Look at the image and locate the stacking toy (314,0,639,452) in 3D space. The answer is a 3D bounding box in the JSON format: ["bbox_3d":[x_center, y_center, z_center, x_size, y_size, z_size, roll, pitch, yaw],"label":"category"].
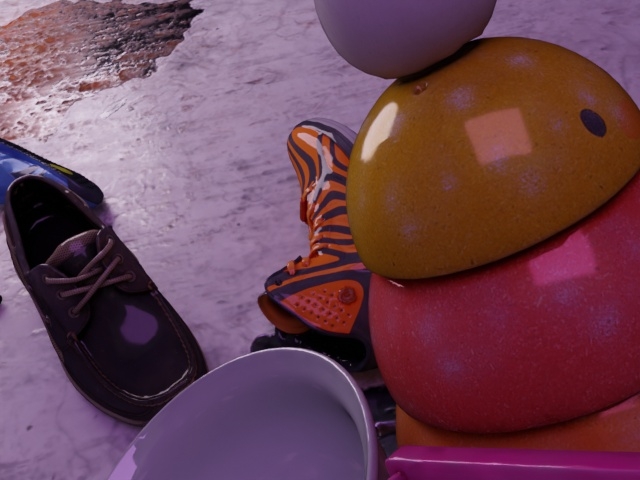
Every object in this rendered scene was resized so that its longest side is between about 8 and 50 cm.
[{"bbox_3d":[0.128,-0.012,0.547,0.350,0.480,0.351,-27,19,10],"label":"stacking toy"}]

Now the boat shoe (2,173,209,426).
[{"bbox_3d":[-0.249,0.053,0.835,0.132,0.130,0.355,-38,54,-20],"label":"boat shoe"}]

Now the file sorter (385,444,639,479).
[{"bbox_3d":[0.106,0.278,0.392,0.182,0.291,0.202,-26,7,-39],"label":"file sorter"}]

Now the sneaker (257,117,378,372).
[{"bbox_3d":[0.000,0.000,0.837,0.180,0.125,0.321,-26,51,-12],"label":"sneaker"}]

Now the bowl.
[{"bbox_3d":[-0.047,0.241,0.608,0.297,0.134,0.298,-30,34,22],"label":"bowl"}]

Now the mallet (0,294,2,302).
[{"bbox_3d":[-0.455,0.035,0.955,0.189,0.039,0.062,14,52,15],"label":"mallet"}]

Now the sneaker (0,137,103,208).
[{"bbox_3d":[-0.371,-0.069,1.012,0.209,0.069,0.082,23,91,16],"label":"sneaker"}]
